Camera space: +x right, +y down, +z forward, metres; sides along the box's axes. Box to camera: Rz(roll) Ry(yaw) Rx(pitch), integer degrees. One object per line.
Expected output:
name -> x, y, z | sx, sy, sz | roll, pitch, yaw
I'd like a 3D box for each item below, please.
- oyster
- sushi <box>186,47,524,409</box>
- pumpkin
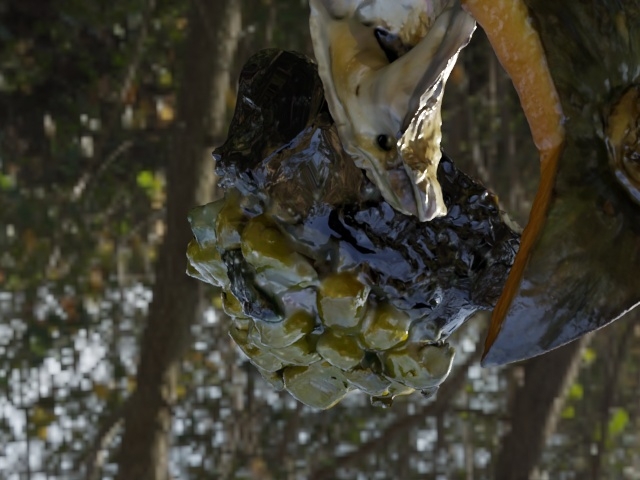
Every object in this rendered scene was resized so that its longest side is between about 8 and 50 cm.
oyster -> 0.074, -0.188, 1.259 | 0.100, 0.271, 0.275 | -4, -136, -32
sushi -> 0.000, 0.000, 1.476 | 0.328, 0.285, 0.329 | 33, 169, 51
pumpkin -> 0.216, -0.059, 1.020 | 0.258, 0.290, 0.095 | 2, 167, -32
